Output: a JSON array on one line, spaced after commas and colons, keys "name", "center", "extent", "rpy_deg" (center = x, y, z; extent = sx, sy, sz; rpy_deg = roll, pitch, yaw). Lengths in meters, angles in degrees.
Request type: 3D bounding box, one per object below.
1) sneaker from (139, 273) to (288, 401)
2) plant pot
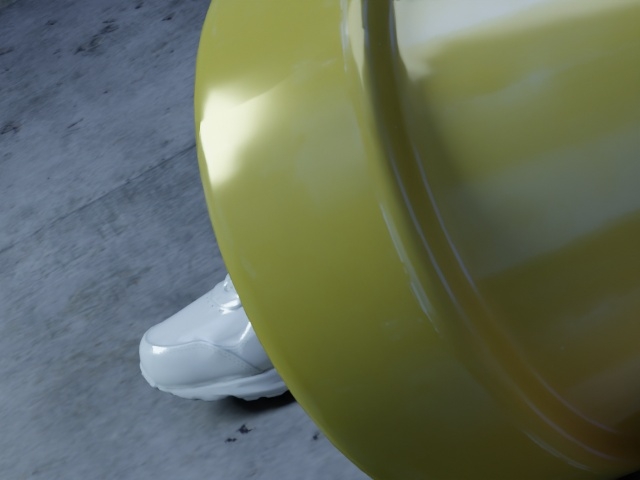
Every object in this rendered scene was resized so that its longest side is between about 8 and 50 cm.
[{"name": "sneaker", "center": [0.000, 0.000, 0.985], "extent": [0.232, 0.115, 0.090], "rpy_deg": [-26, 20, 2]}, {"name": "plant pot", "center": [0.122, -0.046, 0.709], "extent": [0.239, 0.254, 0.254], "rpy_deg": [-23, 19, 32]}]
